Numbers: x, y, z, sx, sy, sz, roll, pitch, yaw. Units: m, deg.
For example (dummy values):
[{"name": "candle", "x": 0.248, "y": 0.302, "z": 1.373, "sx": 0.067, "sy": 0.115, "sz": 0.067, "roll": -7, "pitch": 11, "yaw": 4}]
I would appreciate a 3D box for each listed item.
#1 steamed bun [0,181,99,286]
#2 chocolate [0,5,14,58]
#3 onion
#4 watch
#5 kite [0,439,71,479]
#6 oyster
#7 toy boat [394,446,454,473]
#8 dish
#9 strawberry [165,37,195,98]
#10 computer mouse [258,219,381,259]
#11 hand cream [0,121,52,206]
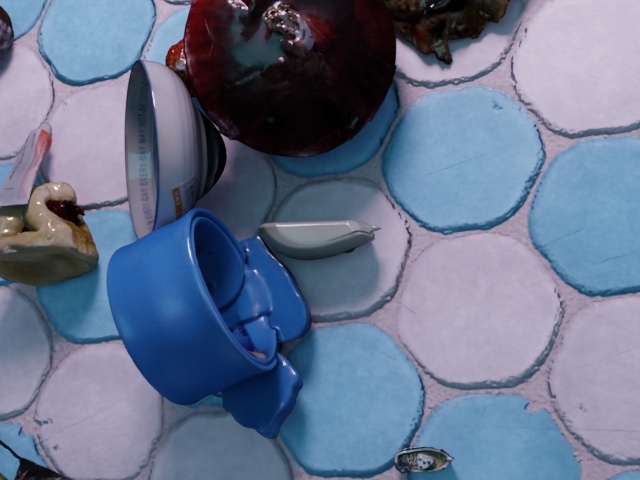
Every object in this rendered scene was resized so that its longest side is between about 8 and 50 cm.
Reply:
[{"name": "steamed bun", "x": -0.448, "y": -0.023, "z": 1.248, "sx": 0.172, "sy": 0.141, "sz": 0.155, "roll": -10, "pitch": 64, "yaw": 12}, {"name": "chocolate", "x": -0.636, "y": -0.319, "z": 1.366, "sx": 0.248, "sy": 0.110, "sz": 0.110, "roll": -46, "pitch": 71, "yaw": 1}, {"name": "onion", "x": -0.034, "y": -0.270, "z": 1.097, "sx": 0.314, "sy": 0.232, "sz": 0.314, "roll": -1, "pitch": 95, "yaw": -15}, {"name": "watch", "x": -0.154, "y": 0.126, "z": 1.049, "sx": 0.241, "sy": 0.274, "sz": 0.305, "roll": -28, "pitch": 69, "yaw": 10}, {"name": "kite", "x": -0.501, "y": 0.389, "z": 1.240, "sx": 0.285, "sy": 0.015, "sz": 0.152, "roll": 32, "pitch": 90, "yaw": 19}, {"name": "oyster", "x": 0.132, "y": -0.438, "z": 1.166, "sx": 0.361, "sy": 0.096, "sz": 0.221, "roll": 38, "pitch": 85, "yaw": 17}, {"name": "toy boat", "x": 0.141, "y": 0.298, "z": 1.055, "sx": 0.083, "sy": 0.038, "sz": 0.038, "roll": -9, "pitch": 78, "yaw": 16}, {"name": "dish", "x": -0.208, "y": -0.129, "z": 1.165, "sx": 0.134, "sy": 0.273, "sz": 0.273, "roll": -3, "pitch": 76, "yaw": -24}, {"name": "strawberry", "x": -0.205, "y": -0.277, "z": 1.233, "sx": 0.106, "sy": 0.106, "sz": 0.106, "roll": -3, "pitch": 79, "yaw": 16}, {"name": "computer mouse", "x": 0.000, "y": 0.000, "z": 1.127, "sx": 0.181, "sy": 0.089, "sz": 0.056, "roll": -2, "pitch": 90, "yaw": 14}, {"name": "hand cream", "x": -0.472, "y": -0.125, "z": 1.258, "sx": 0.052, "sy": 0.038, "sz": 0.216, "roll": -27, "pitch": 37, "yaw": 23}]
